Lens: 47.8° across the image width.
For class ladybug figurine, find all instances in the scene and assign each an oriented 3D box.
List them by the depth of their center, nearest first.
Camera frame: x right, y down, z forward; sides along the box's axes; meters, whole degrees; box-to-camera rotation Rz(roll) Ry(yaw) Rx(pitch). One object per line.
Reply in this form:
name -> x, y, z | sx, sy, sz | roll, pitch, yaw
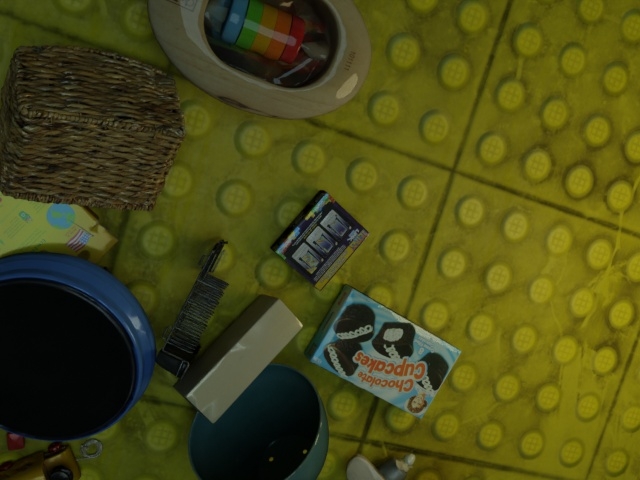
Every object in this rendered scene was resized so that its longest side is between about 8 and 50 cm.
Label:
ladybug figurine -> -0.122, -0.401, 1.388 | 0.449, 0.162, 0.305 | 21, 94, -20

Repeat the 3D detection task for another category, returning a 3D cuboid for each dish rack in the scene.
dish rack -> -0.237, 0.128, 1.435 | 0.074, 0.208, 0.271 | 26, 90, -5

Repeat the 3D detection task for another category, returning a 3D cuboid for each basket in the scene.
basket -> -0.428, -0.207, 1.326 | 0.299, 0.213, 0.223 | 3, 140, -31

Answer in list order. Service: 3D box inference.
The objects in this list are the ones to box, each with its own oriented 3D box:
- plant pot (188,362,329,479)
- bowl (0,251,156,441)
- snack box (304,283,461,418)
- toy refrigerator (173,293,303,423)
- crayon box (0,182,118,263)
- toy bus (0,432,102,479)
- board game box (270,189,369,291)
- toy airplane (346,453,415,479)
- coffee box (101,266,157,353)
plant pot -> -0.102, 0.432, 1.511 | 0.290, 0.290, 0.195 | -36, 134, -8
bowl -> -0.509, 0.211, 1.353 | 0.391, 0.077, 0.391 | 0, 114, 0
snack box -> 0.145, 0.255, 1.646 | 0.322, 0.060, 0.187 | 30, 91, -20
toy refrigerator -> -0.167, 0.242, 1.496 | 0.269, 0.102, 0.094 | -47, 110, -18
crayon box -> -0.568, -0.042, 1.358 | 0.202, 0.081, 0.318 | -45, 109, -5
toy bus -> -0.562, 0.486, 1.446 | 0.191, 0.104, 0.202 | 26, 92, -20
board game box -> 0.000, 0.000, 1.561 | 0.141, 0.048, 0.170 | 43, 85, -21
toy airplane -> 0.246, 0.688, 1.679 | 0.385, 0.272, 0.386 | 6, 111, 20
coffee box -> -0.390, 0.145, 1.434 | 0.040, 0.113, 0.184 | -31, 106, -13
